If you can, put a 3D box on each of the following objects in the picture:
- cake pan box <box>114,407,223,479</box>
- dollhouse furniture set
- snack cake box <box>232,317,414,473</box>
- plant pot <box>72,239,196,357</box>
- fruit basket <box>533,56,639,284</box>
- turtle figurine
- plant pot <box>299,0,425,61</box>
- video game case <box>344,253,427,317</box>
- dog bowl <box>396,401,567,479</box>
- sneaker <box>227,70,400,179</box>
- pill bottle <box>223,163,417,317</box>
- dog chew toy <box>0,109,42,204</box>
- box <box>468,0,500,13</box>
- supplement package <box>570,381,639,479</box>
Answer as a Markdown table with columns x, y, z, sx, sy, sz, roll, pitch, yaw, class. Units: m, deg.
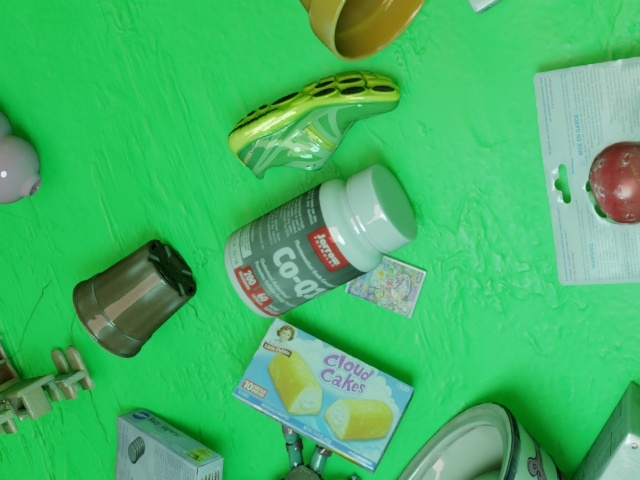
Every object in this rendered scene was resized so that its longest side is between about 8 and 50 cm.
| x | y | z | sx | sy | sz | roll | pitch | yaw | class |
| --- | --- | --- | --- | --- | --- | --- | --- | --- | --- |
| -0.287 | 0.479 | 1.670 | 0.245 | 0.070 | 0.267 | 18 | 109 | 43 | cake pan box |
| -0.591 | 0.262 | 1.702 | 0.242 | 0.212 | 0.161 | -17 | 99 | 50 | dollhouse furniture set |
| 0.007 | 0.258 | 1.506 | 0.264 | 0.089 | 0.152 | 26 | 75 | 12 | snack cake box |
| -0.319 | 0.094 | 1.593 | 0.165 | 0.167 | 0.167 | -37 | 89 | 15 | plant pot |
| 0.493 | -0.101 | 1.267 | 0.353 | 0.165 | 0.327 | -3 | 102 | 37 | fruit basket |
| -0.016 | 0.424 | 1.581 | 0.175 | 0.118 | 0.234 | 1 | 94 | 9 | turtle figurine |
| 0.034 | -0.401 | 1.328 | 0.188 | 0.205 | 0.205 | 46 | 114 | 22 | plant pot |
| 0.108 | 0.068 | 1.502 | 0.122 | 0.011 | 0.087 | 22 | 110 | 14 | video game case |
| 0.216 | 0.454 | 1.362 | 0.150 | 0.408 | 0.408 | 35 | 113 | -6 | dog bowl |
| -0.002 | -0.183 | 1.446 | 0.295 | 0.109 | 0.124 | -18 | 119 | 21 | sneaker |
| 0.000 | 0.000 | 1.443 | 0.283 | 0.161 | 0.161 | -28 | 92 | 24 | pill bottle |
| -0.653 | -0.181 | 1.626 | 0.331 | 0.206 | 0.207 | 31 | 112 | 2 | dog chew toy |
| 0.301 | -0.506 | 1.267 | 0.322 | 0.058 | 0.232 | -30 | 91 | 23 | box |
| 0.486 | 0.396 | 1.341 | 0.199 | 0.198 | 0.263 | 28 | 110 | 11 | supplement package |
